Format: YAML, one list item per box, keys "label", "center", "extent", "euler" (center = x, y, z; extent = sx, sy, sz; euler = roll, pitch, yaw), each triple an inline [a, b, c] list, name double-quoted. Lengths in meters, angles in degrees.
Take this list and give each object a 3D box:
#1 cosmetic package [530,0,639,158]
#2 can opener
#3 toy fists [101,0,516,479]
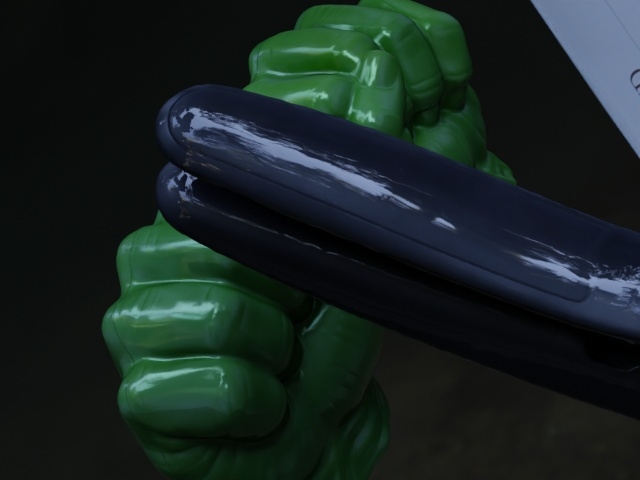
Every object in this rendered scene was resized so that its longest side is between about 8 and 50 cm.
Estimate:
- label: "cosmetic package"
  center: [0.217, -0.225, 0.960]
  extent: [0.284, 0.377, 0.097]
  euler: [-35, -4, 14]
- label: "can opener"
  center: [0.051, 0.010, 0.388]
  extent: [0.186, 0.059, 0.073]
  euler: [14, 50, 10]
- label: "toy fists"
  center: [0.000, 0.000, 0.831]
  extent: [0.096, 0.142, 0.279]
  euler: [-7, 40, 43]
